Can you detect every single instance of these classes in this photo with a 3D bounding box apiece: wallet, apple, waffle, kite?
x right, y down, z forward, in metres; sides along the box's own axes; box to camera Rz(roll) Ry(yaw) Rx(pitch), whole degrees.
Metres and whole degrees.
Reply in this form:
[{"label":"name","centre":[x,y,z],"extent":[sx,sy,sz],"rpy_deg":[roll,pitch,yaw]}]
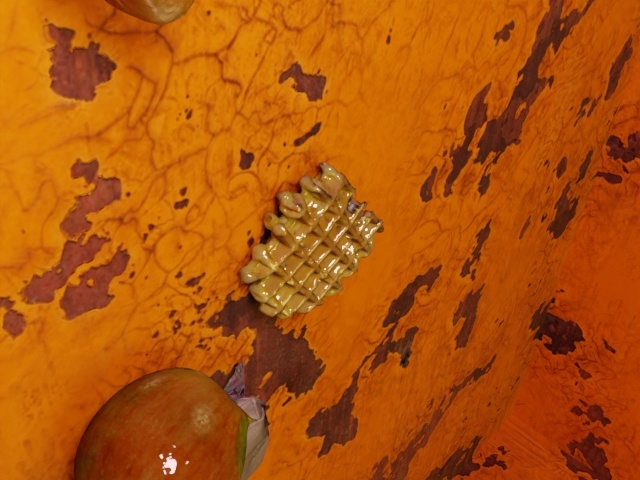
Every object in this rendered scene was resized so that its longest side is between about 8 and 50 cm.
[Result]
[{"label":"wallet","centre":[-0.190,0.385,1.377],"extent":[0.275,0.068,0.335],"rpy_deg":[-39,154,-23]},{"label":"apple","centre":[-0.189,0.293,1.088],"extent":[0.226,0.246,0.246],"rpy_deg":[-48,152,-33]},{"label":"waffle","centre":[0.001,0.001,1.270],"extent":[0.309,0.065,0.283],"rpy_deg":[-27,141,-44]},{"label":"kite","centre":[-0.161,0.247,1.330],"extent":[0.137,0.005,0.152],"rpy_deg":[-57,152,4]}]

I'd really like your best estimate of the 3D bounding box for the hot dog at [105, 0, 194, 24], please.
[{"label":"hot dog","centre":[-0.147,-0.305,0.640],"extent":[0.153,0.150,0.256],"rpy_deg":[-20,137,-61]}]
